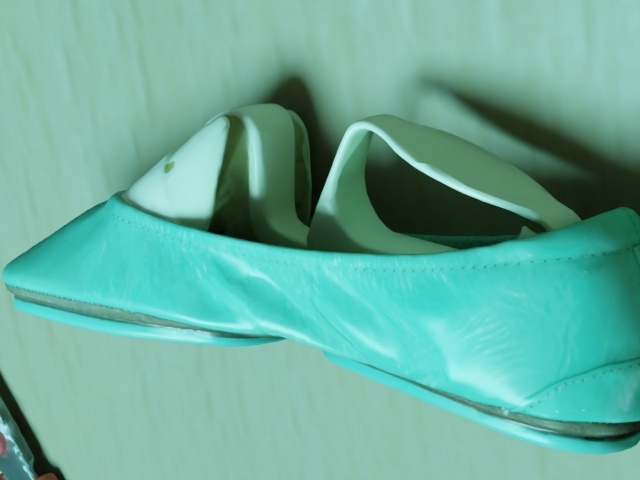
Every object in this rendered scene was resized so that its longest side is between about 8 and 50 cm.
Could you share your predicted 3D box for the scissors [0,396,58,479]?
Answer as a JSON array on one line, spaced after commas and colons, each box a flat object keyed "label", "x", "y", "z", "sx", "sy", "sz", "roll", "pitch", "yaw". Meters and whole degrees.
[{"label": "scissors", "x": -0.125, "y": 0.100, "z": 0.760, "sx": 0.109, "sy": 0.021, "sz": 0.297, "roll": 7, "pitch": 121, "yaw": 39}]

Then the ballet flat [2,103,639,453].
[{"label": "ballet flat", "x": 0.000, "y": 0.000, "z": 0.559, "sx": 0.247, "sy": 0.083, "sz": 0.087, "roll": 10, "pitch": 99, "yaw": 34}]
